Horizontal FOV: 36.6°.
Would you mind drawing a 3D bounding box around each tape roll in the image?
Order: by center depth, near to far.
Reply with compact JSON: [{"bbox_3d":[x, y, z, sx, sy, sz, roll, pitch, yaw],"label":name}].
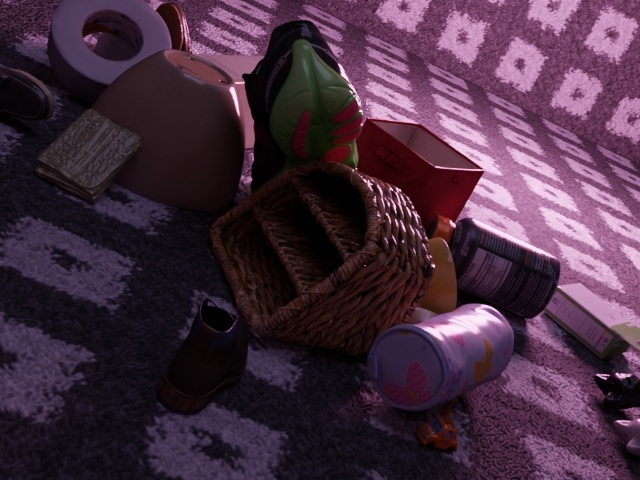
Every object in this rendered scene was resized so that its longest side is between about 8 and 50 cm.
[{"bbox_3d":[-0.391,-0.359,1.794,0.219,0.072,0.219,10,61,-19],"label":"tape roll"}]

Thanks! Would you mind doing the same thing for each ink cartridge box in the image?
[{"bbox_3d":[0.536,0.168,1.847,0.209,0.062,0.109,41,25,31],"label":"ink cartridge box"}]

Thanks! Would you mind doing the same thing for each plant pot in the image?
[{"bbox_3d":[0.154,0.066,1.572,0.095,0.134,0.134,-6,30,-11],"label":"plant pot"},{"bbox_3d":[-0.238,-0.204,1.614,0.284,0.191,0.284,24,22,-10],"label":"plant pot"}]

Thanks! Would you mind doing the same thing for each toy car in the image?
[{"bbox_3d":[0.158,0.233,1.289,0.060,0.040,0.122,25,22,-7],"label":"toy car"}]

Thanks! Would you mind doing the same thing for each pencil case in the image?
[{"bbox_3d":[0.170,0.155,1.335,0.124,0.113,0.273,16,11,27],"label":"pencil case"}]

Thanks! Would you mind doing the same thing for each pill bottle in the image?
[{"bbox_3d":[0.302,0.040,1.772,0.245,0.130,0.130,24,22,-8],"label":"pill bottle"}]

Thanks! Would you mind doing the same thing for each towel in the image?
[{"bbox_3d":[-0.347,-0.129,1.455,0.110,0.027,0.148,30,55,2],"label":"towel"}]

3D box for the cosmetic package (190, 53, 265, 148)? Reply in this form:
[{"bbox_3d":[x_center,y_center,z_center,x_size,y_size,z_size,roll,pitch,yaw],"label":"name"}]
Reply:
[{"bbox_3d":[-0.161,-0.271,1.900,0.113,0.160,0.309,36,24,19],"label":"cosmetic package"}]

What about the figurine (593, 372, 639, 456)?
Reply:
[{"bbox_3d":[0.561,0.300,1.568,0.209,0.092,0.215,16,23,-6],"label":"figurine"}]

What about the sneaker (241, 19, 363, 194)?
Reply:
[{"bbox_3d":[-0.033,-0.200,1.580,0.185,0.483,0.202,-11,76,-13],"label":"sneaker"}]

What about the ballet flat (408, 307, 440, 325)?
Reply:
[{"bbox_3d":[0.186,0.150,1.495,0.168,0.057,0.052,23,32,-11],"label":"ballet flat"}]

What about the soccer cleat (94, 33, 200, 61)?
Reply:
[{"bbox_3d":[-0.311,-0.389,2.010,0.331,0.143,0.116,1,34,-49],"label":"soccer cleat"}]

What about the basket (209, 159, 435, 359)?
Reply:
[{"bbox_3d":[0.000,0.000,1.396,0.223,0.213,0.299,16,24,-27],"label":"basket"}]

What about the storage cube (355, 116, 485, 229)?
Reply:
[{"bbox_3d":[0.160,-0.102,1.842,0.183,0.193,0.215,40,24,30],"label":"storage cube"}]

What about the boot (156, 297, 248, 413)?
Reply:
[{"bbox_3d":[-0.115,0.114,1.151,0.082,0.106,0.219,28,22,2],"label":"boot"}]

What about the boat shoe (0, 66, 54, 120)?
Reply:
[{"bbox_3d":[-0.527,-0.241,1.524,0.223,0.080,0.073,26,26,11],"label":"boat shoe"}]

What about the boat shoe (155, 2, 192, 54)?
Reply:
[{"bbox_3d":[-0.290,-0.369,1.923,0.073,0.207,0.073,12,24,20],"label":"boat shoe"}]
